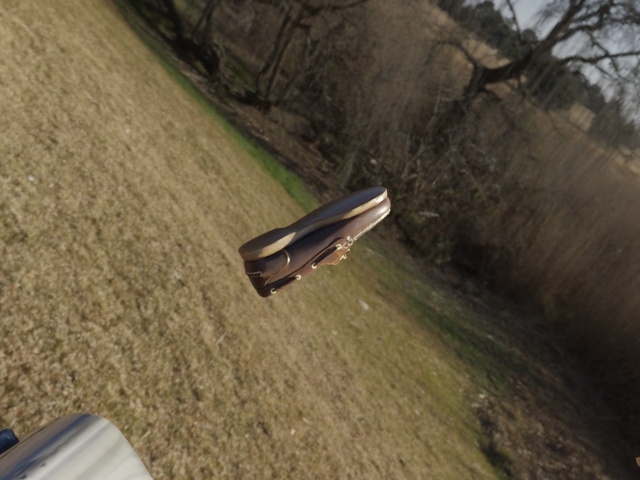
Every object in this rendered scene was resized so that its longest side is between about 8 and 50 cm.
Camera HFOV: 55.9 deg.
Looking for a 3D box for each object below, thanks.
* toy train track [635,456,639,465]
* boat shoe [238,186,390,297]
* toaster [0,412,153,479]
[{"bbox_3d":[0.415,0.256,0.721,0.014,0.083,0.048,8,57,-19],"label":"toy train track"},{"bbox_3d":[0.000,0.000,0.759,0.073,0.207,0.073,68,-12,-18],"label":"boat shoe"},{"bbox_3d":[-0.135,0.205,0.297,0.227,0.129,0.146,61,-1,6],"label":"toaster"}]
